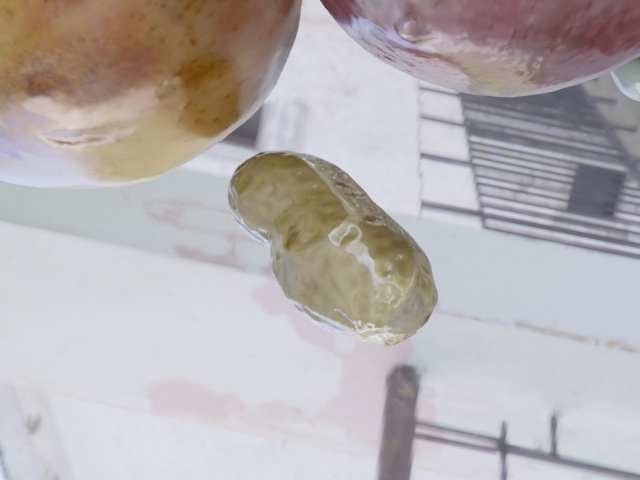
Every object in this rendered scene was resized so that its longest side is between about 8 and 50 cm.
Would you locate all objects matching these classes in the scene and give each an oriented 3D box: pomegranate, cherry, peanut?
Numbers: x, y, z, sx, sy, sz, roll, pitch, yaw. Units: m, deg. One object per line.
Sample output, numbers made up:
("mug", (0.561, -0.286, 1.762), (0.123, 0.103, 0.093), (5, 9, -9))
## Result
("pomegranate", (-0.161, -0.200, 0.728), (0.338, 0.338, 0.338), (11, -90, -89))
("cherry", (0.105, -0.197, 0.575), (0.221, 0.261, 0.307), (88, -153, -60))
("peanut", (0.000, 0.000, 0.684), (0.174, 0.080, 0.080), (44, 136, 40))

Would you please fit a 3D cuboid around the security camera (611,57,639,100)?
("security camera", (0.340, -0.237, 1.053), (0.301, 0.157, 0.080), (-75, -27, -42))
